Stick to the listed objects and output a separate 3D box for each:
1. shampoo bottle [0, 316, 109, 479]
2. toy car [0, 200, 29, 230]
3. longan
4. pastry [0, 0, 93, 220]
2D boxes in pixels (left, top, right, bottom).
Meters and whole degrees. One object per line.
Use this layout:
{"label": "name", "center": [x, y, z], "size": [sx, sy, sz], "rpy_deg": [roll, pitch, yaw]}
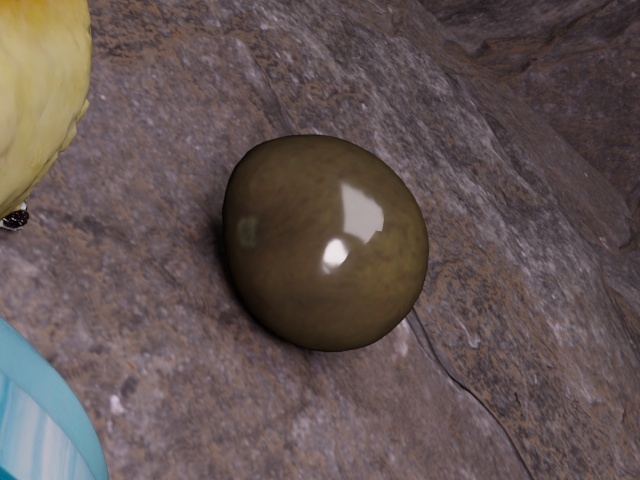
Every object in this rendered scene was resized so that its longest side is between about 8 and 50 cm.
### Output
{"label": "shampoo bottle", "center": [-0.239, 0.205, 0.334], "size": [0.331, 0.331, 0.342], "rpy_deg": [36, 27, -30]}
{"label": "toy car", "center": [-0.292, -0.044, 0.946], "size": [0.041, 0.025, 0.093], "rpy_deg": [1, 51, -57]}
{"label": "longan", "center": [0.000, 0.000, 1.156], "size": [0.248, 0.248, 0.248], "rpy_deg": [39, 27, -25]}
{"label": "pastry", "center": [-0.341, -0.137, 0.652], "size": [0.388, 0.313, 0.388], "rpy_deg": [44, 32, -36]}
